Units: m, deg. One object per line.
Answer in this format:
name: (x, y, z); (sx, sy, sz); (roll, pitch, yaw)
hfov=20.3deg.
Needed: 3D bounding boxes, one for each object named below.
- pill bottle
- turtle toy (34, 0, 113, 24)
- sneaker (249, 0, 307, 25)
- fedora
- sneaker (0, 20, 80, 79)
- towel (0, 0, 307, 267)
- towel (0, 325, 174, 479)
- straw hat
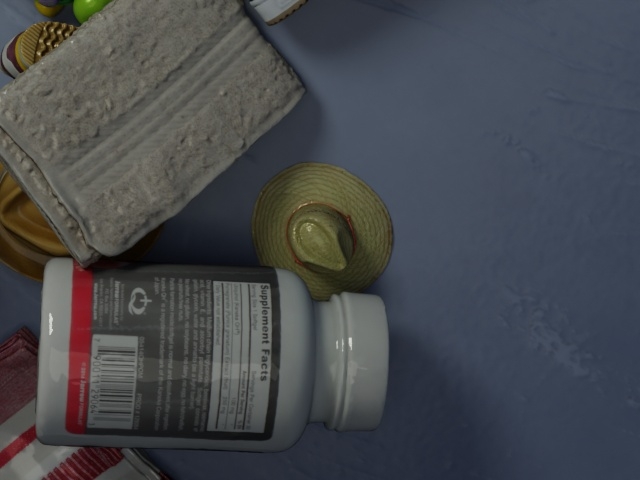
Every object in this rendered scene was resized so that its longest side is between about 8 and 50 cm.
pill bottle: (-0.102, 0.109, 1.664); (0.318, 0.176, 0.176); (3, 103, -9)
turtle toy: (-0.236, -0.247, 1.643); (0.130, 0.066, 0.095); (44, 99, -10)
sneaker: (0.011, -0.339, 1.610); (0.282, 0.099, 0.153); (-40, 102, 11)
fedora: (-0.241, -0.038, 1.684); (0.194, 0.079, 0.194); (0, 103, 0)
sneaker: (-0.207, -0.156, 1.671); (0.185, 0.084, 0.069); (19, 74, -28)
towel: (-0.159, -0.124, 1.617); (0.282, 0.049, 0.187); (-43, 110, -21)
towel: (-0.270, 0.277, 1.778); (0.237, 0.037, 0.329); (-41, 100, 9)
straw hat: (0.000, 0.000, 1.706); (0.144, 0.061, 0.144); (0, 102, -1)
